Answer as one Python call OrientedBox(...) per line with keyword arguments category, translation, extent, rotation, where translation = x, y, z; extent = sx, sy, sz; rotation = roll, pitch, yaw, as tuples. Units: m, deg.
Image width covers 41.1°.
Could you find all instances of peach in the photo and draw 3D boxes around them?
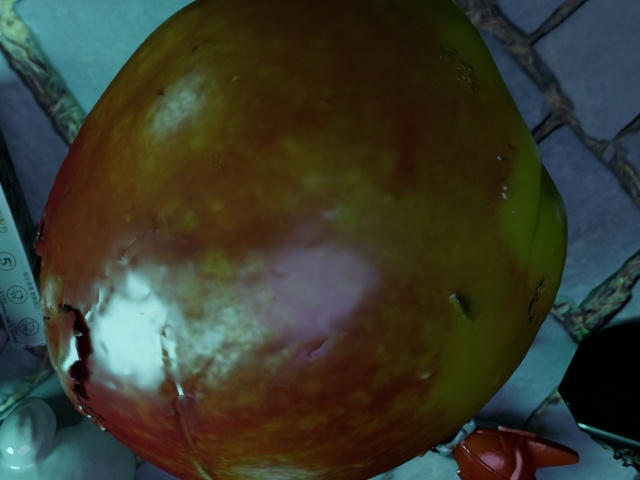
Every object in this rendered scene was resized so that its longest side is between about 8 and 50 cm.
OrientedBox(category="peach", translation=(-0.023, -0.003, 0.593), extent=(0.370, 0.370, 0.370), rotation=(-2, 114, -5))

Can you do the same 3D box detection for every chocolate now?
OrientedBox(category="chocolate", translation=(0.312, 0.175, 0.817), extent=(0.156, 0.156, 0.133), rotation=(-15, 127, 1))

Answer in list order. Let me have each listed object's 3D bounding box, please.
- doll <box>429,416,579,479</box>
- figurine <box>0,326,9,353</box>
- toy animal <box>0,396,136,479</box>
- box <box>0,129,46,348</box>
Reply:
OrientedBox(category="doll", translation=(0.164, 0.213, 0.857), extent=(0.169, 0.057, 0.109), rotation=(32, 109, -18))
OrientedBox(category="figurine", translation=(-0.416, 0.107, 0.696), extent=(0.288, 0.186, 0.176), rotation=(18, 73, 4))
OrientedBox(category="toy animal", translation=(-0.258, 0.300, 0.804), extent=(0.209, 0.154, 0.325), rotation=(24, 114, -9))
OrientedBox(category="box", translation=(-0.268, -0.015, 0.716), extent=(0.040, 0.055, 0.218), rotation=(-12, 115, -2))
